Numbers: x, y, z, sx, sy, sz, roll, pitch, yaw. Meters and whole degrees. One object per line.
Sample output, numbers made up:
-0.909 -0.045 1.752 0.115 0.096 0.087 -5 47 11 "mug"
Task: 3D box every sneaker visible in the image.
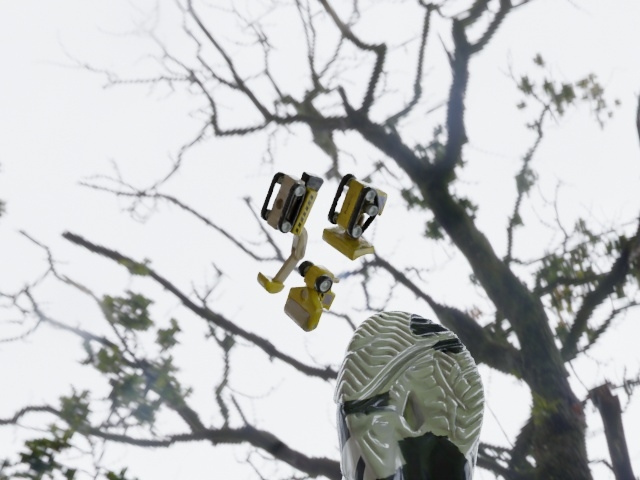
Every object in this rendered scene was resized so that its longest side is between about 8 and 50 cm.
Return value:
0.044 0.168 0.655 0.094 0.153 0.235 3 -136 -18 "sneaker"

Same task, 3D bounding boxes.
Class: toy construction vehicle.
0.000 0.000 0.666 0.086 0.035 0.098 33 -70 45 "toy construction vehicle"
